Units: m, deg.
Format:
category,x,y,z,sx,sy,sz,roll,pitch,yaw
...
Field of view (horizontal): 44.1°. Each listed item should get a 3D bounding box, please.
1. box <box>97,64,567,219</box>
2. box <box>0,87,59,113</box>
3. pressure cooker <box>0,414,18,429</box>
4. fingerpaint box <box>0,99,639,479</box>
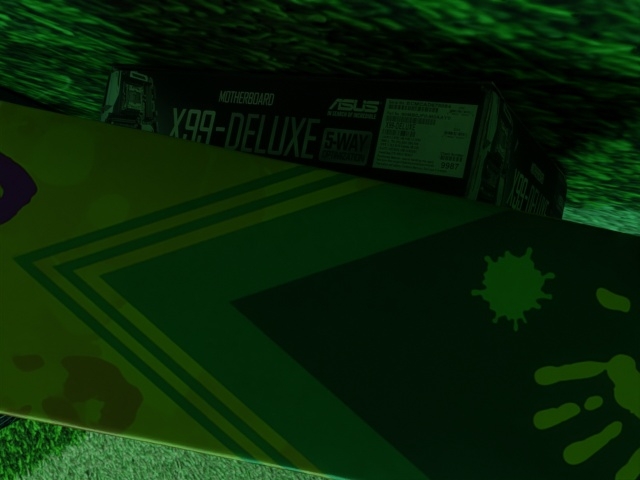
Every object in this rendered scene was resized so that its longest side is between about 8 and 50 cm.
category,x,y,z,sx,sy,sz,roll,pitch,yaw
box,0.018,-0.058,0.634,0.308,0.076,0.242,9,175,29
box,-0.358,-0.137,0.849,0.137,0.036,0.225,9,176,25
pressure cooker,-0.459,0.050,1.093,0.370,0.375,0.420,8,-158,41
fingerpaint box,-0.010,0.058,0.603,0.371,0.163,0.445,12,176,-3
